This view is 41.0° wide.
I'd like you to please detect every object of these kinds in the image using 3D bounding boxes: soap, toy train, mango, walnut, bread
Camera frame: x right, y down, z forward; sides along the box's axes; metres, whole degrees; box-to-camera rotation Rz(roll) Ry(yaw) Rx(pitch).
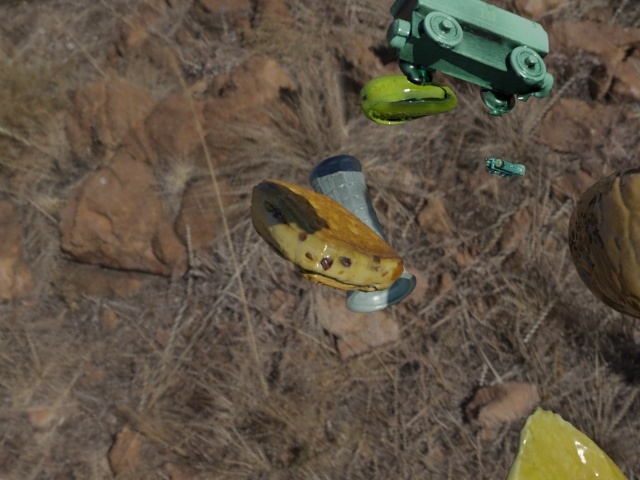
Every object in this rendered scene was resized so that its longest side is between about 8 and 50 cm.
[{"bbox_3d":[0.418,0.473,1.327,0.115,0.427,0.306,-16,41,37],"label":"soap"},{"bbox_3d":[0.143,-0.187,0.816,0.070,0.172,0.099,132,149,-54],"label":"toy train"},{"bbox_3d":[0.358,-0.141,1.668,0.045,0.092,0.029,-1,81,45],"label":"toy train"},{"bbox_3d":[0.145,-0.236,1.423,0.165,0.091,0.074,-2,70,-9],"label":"mango"},{"bbox_3d":[0.450,0.004,1.159,0.228,0.228,0.228,-13,55,19],"label":"walnut"},{"bbox_3d":[0.000,0.000,1.399,0.235,0.210,0.099,45,111,40],"label":"bread"}]

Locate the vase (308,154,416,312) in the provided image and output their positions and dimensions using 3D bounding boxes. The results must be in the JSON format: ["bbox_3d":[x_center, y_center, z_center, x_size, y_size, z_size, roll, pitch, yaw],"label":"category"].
[{"bbox_3d":[0.071,-0.022,1.680,0.143,0.143,0.298,-26,62,10],"label":"vase"}]
